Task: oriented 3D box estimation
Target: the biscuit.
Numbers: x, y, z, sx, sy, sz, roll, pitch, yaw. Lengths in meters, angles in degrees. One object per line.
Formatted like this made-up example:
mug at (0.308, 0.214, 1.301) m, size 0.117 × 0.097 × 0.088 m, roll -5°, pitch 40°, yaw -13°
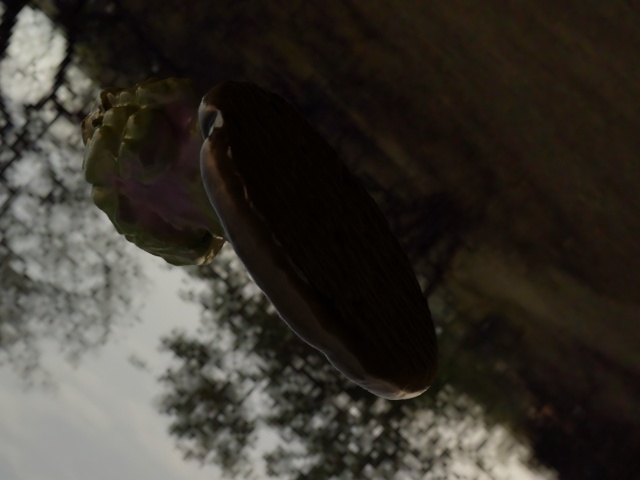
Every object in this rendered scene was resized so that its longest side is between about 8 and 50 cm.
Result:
biscuit at (0.000, 0.000, 0.839) m, size 0.212 × 0.036 × 0.212 m, roll 49°, pitch -160°, yaw -24°

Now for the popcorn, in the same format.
popcorn at (-0.103, -0.049, 1.044) m, size 0.145 × 0.126 × 0.126 m, roll 26°, pitch -176°, yaw -32°
